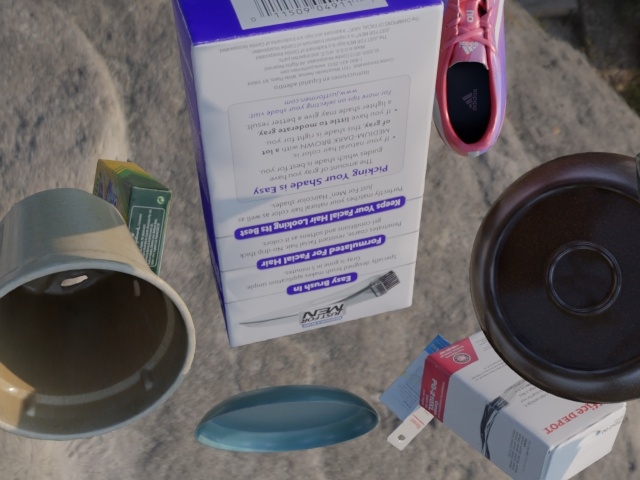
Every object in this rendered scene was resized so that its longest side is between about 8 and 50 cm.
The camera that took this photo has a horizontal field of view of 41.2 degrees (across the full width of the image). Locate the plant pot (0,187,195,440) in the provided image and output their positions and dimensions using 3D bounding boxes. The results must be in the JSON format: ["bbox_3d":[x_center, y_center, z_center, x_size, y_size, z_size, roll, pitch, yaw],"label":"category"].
[{"bbox_3d":[-0.392,0.083,1.330,0.334,0.333,0.305,-5,36,-20],"label":"plant pot"}]

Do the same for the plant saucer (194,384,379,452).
[{"bbox_3d":[-0.058,0.308,1.471,0.318,0.317,0.043,4,61,-18],"label":"plant saucer"}]

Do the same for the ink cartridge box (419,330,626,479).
[{"bbox_3d":[0.289,0.237,1.237,0.172,0.237,0.100,-19,127,-33],"label":"ink cartridge box"}]

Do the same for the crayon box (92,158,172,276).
[{"bbox_3d":[-0.397,-0.041,1.702,0.083,0.323,0.203,5,103,-28],"label":"crayon box"}]

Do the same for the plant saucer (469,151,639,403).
[{"bbox_3d":[0.322,0.046,1.029,0.050,0.311,0.310,0,71,-61],"label":"plant saucer"}]

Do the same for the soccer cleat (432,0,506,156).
[{"bbox_3d":[0.166,-0.253,0.978,0.109,0.116,0.318,-5,106,6],"label":"soccer cleat"}]

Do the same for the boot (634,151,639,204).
[{"bbox_3d":[0.253,0.037,0.566,0.076,0.190,0.208,-1,97,15],"label":"boot"}]

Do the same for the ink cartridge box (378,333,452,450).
[{"bbox_3d":[0.162,0.250,1.392,0.181,0.104,0.061,-46,60,-4],"label":"ink cartridge box"}]

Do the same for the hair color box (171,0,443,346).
[{"bbox_3d":[-0.012,-0.065,0.728,0.185,0.338,0.110,-12,46,-11],"label":"hair color box"}]
